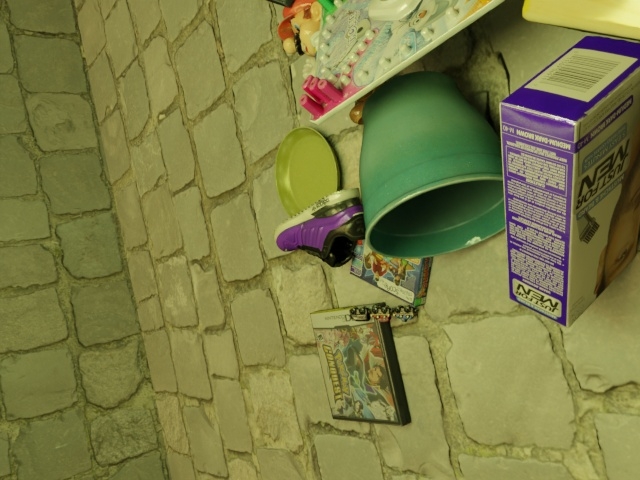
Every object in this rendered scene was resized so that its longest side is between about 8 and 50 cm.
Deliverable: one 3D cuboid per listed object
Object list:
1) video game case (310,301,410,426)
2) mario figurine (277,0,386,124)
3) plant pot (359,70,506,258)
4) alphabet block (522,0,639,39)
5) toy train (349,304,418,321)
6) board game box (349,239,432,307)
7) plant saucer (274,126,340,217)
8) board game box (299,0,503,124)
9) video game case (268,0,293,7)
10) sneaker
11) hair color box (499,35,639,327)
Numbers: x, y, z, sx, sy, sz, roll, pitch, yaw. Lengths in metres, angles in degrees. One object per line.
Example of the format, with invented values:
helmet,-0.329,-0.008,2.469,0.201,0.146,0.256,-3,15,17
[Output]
video game case,0.086,0.292,1.394,0.248,0.035,0.274,-16,85,51
mario figurine,-0.001,-0.385,1.256,0.320,0.170,0.198,57,138,24
plant pot,0.185,-0.140,1.022,0.272,0.272,0.255,-41,53,47
alphabet block,0.410,-0.354,0.744,0.197,0.192,0.193,32,119,41
toy train,0.135,0.160,1.273,0.158,0.027,0.036,-6,94,30
board game box,0.148,0.042,1.266,0.201,0.035,0.136,27,117,45
plant saucer,-0.027,-0.156,1.437,0.241,0.037,0.240,13,107,48
board game box,0.126,-0.419,0.955,0.390,0.050,0.389,-27,43,34
video game case,-0.060,-0.655,1.291,0.196,0.026,0.274,37,100,41
sneaker,0.000,0.000,1.331,0.293,0.102,0.146,-30,77,50
hair color box,0.341,-0.067,0.783,0.110,0.185,0.338,32,150,41
